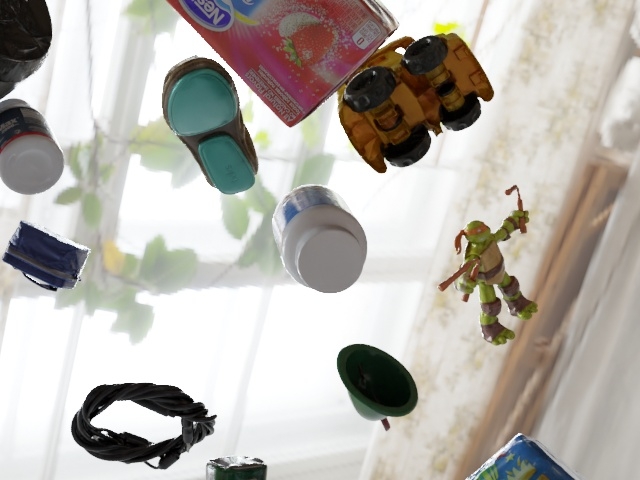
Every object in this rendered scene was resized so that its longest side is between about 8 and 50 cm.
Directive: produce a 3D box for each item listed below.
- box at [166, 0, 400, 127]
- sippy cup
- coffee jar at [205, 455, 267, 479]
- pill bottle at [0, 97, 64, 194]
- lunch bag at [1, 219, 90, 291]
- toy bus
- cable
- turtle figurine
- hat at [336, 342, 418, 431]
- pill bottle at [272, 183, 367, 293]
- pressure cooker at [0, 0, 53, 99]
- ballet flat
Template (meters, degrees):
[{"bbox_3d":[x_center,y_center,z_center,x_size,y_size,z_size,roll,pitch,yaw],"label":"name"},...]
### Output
[{"bbox_3d":[-0.063,-0.234,0.987,0.257,0.122,0.128,46,-165,-5],"label":"box"},{"bbox_3d":[0.272,0.400,1.573,0.240,0.224,0.305,38,-176,1],"label":"sippy cup"},{"bbox_3d":[-0.137,0.440,1.808,0.096,0.184,0.079,0,-176,-35],"label":"coffee jar"},{"bbox_3d":[-0.497,-0.163,1.895,0.108,0.108,0.180,5,-152,-30],"label":"pill bottle"},{"bbox_3d":[-0.335,0.024,1.398,0.098,0.065,0.067,26,180,10],"label":"lunch bag"},{"bbox_3d":[0.127,-0.239,1.738,0.149,0.220,0.211,52,-170,-31],"label":"toy bus"},{"bbox_3d":[-0.215,0.226,1.395,0.184,0.150,0.047,42,-150,-43],"label":"cable"},{"bbox_3d":[0.257,0.054,1.776,0.087,0.217,0.269,1,-144,37],"label":"turtle figurine"},{"bbox_3d":[0.080,0.329,2.240,0.208,0.183,0.173,30,-145,-9],"label":"hat"},{"bbox_3d":[0.000,0.000,1.625,0.124,0.124,0.221,12,-168,-10],"label":"pill bottle"},{"bbox_3d":[-0.700,-0.320,1.864,0.375,0.420,0.370,53,-156,-15],"label":"pressure cooker"},{"bbox_3d":[-0.167,-0.197,1.692,0.116,0.342,0.124,-19,-118,3],"label":"ballet flat"}]
